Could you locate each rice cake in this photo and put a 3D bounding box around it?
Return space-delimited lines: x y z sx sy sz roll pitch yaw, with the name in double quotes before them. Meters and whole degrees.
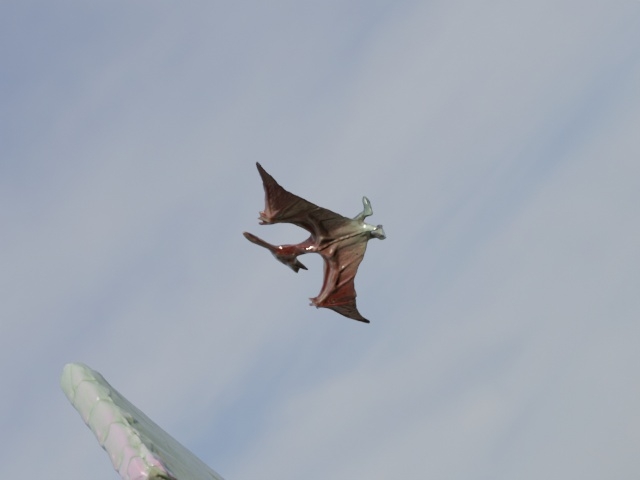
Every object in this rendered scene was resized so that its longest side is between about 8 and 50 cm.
"rice cake" -0.103 0.189 1.486 0.037 0.189 0.198 -47 -55 -1

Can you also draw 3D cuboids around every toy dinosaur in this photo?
"toy dinosaur" 0.000 0.001 1.709 0.108 0.032 0.220 -24 -54 11
